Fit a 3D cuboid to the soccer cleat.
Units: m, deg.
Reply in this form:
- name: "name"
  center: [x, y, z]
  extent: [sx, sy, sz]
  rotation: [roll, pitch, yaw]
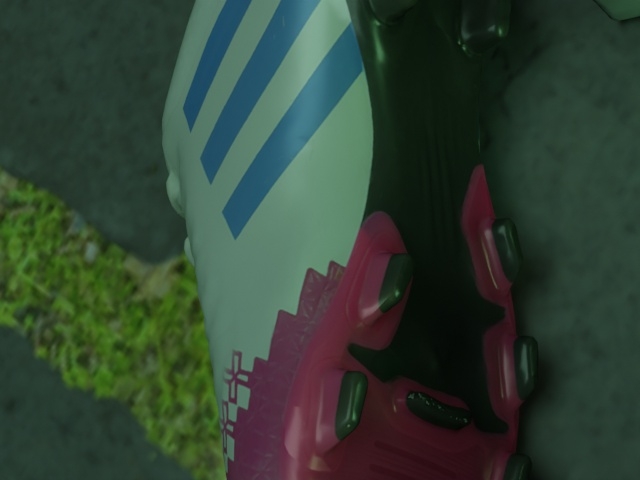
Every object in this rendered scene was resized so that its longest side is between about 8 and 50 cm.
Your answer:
- name: "soccer cleat"
  center: [0.000, 0.000, 0.638]
  extent: [0.143, 0.116, 0.331]
  rotation: [-12, 68, 45]

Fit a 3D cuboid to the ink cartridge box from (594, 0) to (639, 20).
- name: "ink cartridge box"
  center: [0.057, -0.200, 0.510]
  extent: [0.065, 0.332, 0.165]
  rotation: [-9, 72, 26]
